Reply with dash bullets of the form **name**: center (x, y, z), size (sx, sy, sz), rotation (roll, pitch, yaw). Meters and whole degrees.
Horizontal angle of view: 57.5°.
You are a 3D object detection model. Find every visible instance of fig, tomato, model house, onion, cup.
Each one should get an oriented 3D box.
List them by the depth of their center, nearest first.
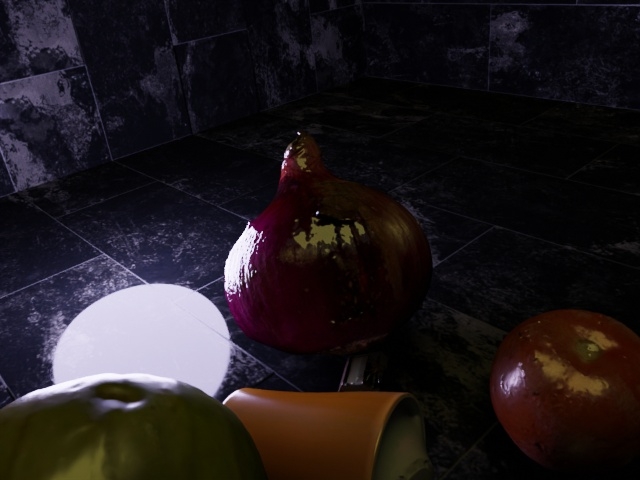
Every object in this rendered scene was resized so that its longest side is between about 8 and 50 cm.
- **fig**: center (-0.191, 0.303, 0.541), size (0.343, 0.343, 0.343), rotation (-5, 28, 3)
- **cup**: center (-0.005, 0.284, 0.704), size (0.264, 0.182, 0.226), rotation (1, 59, 28)
- **tomato**: center (0.321, 0.195, 0.747), size (0.208, 0.184, 0.208), rotation (-2, 39, 2)
- **model house**: center (0.066, 0.209, 0.928), size (0.058, 0.057, 0.083), rotation (-19, 38, 36)
- **onion**: center (0.000, 0.000, 0.976), size (0.348, 0.385, 0.348), rotation (-13, -11, -2)
